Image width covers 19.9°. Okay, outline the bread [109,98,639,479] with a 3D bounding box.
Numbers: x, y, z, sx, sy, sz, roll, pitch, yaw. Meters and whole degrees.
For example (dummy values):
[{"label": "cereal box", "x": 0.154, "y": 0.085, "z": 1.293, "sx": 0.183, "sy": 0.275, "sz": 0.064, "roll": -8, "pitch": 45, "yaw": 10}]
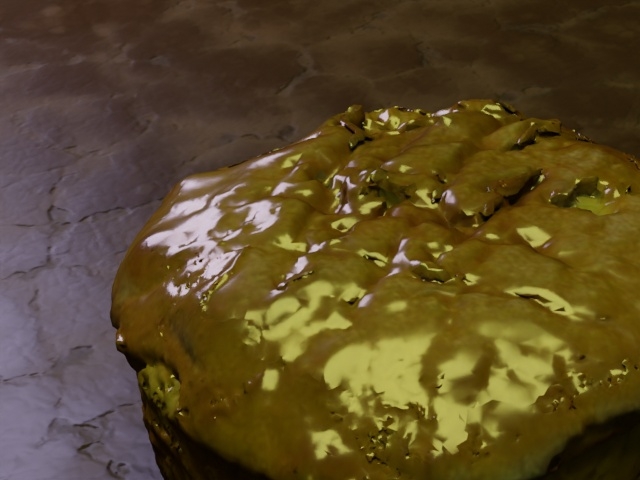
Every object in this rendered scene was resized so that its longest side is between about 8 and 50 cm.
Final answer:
[{"label": "bread", "x": 0.071, "y": 0.064, "z": 1.179, "sx": 0.398, "sy": 0.215, "sz": 0.398, "roll": -2, "pitch": 33, "yaw": 1}]
